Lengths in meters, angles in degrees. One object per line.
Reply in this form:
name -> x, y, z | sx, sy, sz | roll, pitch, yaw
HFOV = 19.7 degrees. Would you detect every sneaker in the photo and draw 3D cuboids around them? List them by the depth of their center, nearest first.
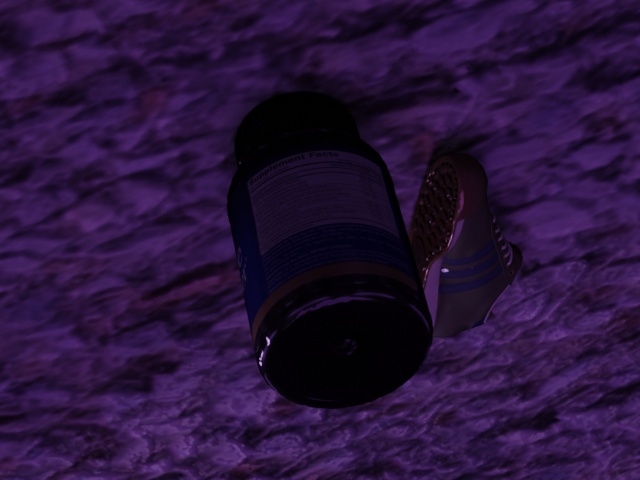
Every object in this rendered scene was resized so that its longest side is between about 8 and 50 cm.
sneaker -> 0.119, 0.004, 1.449 | 0.086, 0.064, 0.192 | -5, 136, -19

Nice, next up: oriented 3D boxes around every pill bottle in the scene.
pill bottle -> 0.000, 0.000, 1.296 | 0.123, 0.219, 0.123 | -7, 135, -7
